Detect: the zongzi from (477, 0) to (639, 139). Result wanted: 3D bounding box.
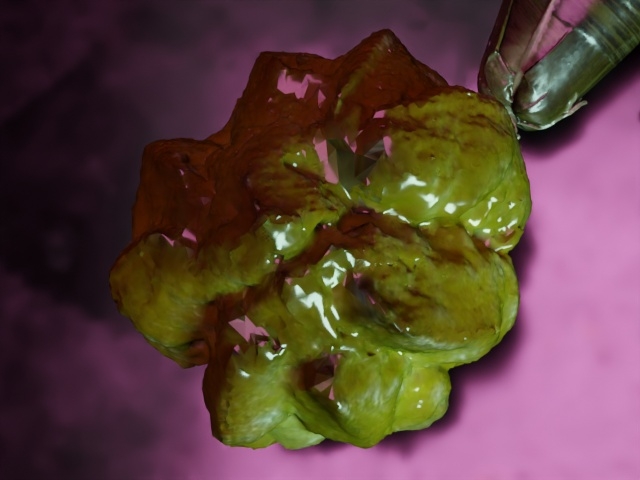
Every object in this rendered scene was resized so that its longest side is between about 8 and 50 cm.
[{"bbox_3d":[0.129,-0.176,0.748,0.187,0.084,0.184,-45,70,5],"label":"zongzi"}]

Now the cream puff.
[{"bbox_3d":[0.001,0.003,0.691,0.244,0.196,0.244,11,107,38],"label":"cream puff"}]
